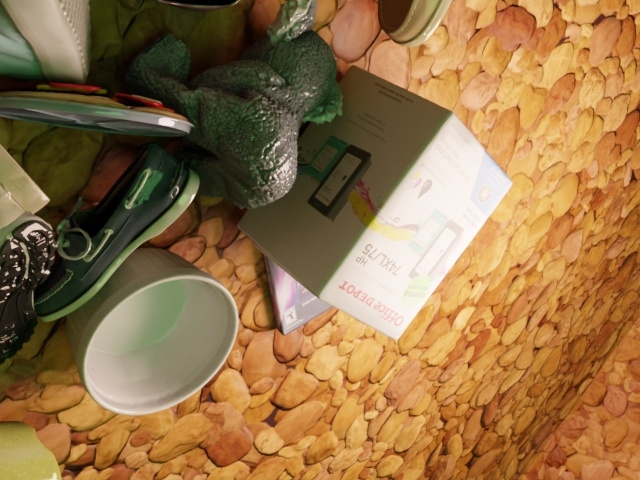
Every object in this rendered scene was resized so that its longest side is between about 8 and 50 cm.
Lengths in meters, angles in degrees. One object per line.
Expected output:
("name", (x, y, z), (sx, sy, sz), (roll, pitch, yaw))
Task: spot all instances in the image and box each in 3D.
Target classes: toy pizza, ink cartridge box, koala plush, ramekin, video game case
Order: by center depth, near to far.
("toy pizza", (-0.222, -0.128, 0.683), (0.201, 0.201, 0.032), (3, 94, -42))
("koala plush", (-0.061, -0.165, 0.813), (0.221, 0.203, 0.196), (-46, 139, -24))
("ramekin", (-0.220, 0.107, 0.901), (0.207, 0.109, 0.207), (-22, 130, -28))
("ink cartridge box", (0.071, -0.047, 0.948), (0.270, 0.197, 0.198), (-54, 137, 3))
("video game case", (0.000, 0.000, 1.083), (0.196, 0.026, 0.274), (-28, 134, -24))

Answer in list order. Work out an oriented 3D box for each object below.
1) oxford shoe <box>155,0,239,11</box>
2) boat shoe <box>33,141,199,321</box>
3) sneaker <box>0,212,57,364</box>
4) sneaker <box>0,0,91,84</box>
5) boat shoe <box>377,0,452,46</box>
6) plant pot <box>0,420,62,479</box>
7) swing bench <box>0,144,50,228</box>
("oxford shoe", (-0.193, -0.282, 0.665), (0.272, 0.098, 0.096), (2, 116, -42))
("boat shoe", (-0.249, -0.008, 0.797), (0.255, 0.095, 0.079), (-38, 125, 16))
("sneaker", (-0.367, 0.056, 0.759), (0.100, 0.108, 0.271), (-31, 156, -57))
("sneaker", (-0.259, -0.204, 0.515), (0.150, 0.366, 0.135), (-2, 78, -12))
("boat shoe", (0.108, -0.408, 0.840), (0.110, 0.122, 0.340), (-3, 109, -35))
("plant pot", (-0.434, 0.303, 0.761), (0.254, 0.276, 0.276), (5, 115, -55))
("swing bench", (-0.391, -0.053, 0.533), (0.253, 0.255, 0.165), (-40, 136, -13))
